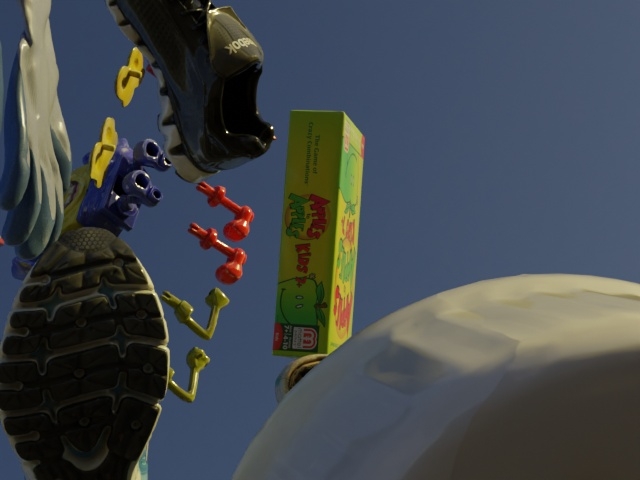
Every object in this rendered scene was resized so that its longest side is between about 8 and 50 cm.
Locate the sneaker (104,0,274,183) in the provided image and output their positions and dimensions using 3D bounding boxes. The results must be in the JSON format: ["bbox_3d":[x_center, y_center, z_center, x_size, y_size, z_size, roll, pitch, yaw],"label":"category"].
[{"bbox_3d":[-0.095,-0.158,1.070,0.078,0.106,0.234,-38,-64,-46],"label":"sneaker"}]

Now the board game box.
[{"bbox_3d":[0.000,0.000,1.045,0.092,0.043,0.181,34,-121,-77],"label":"board game box"}]

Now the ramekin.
[{"bbox_3d":[0.098,0.147,0.461,0.277,0.277,0.135,-38,2,-7],"label":"ramekin"}]

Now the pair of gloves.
[{"bbox_3d":[-0.162,-0.070,0.691,0.023,0.159,0.198,-4,-2,7],"label":"pair of gloves"}]

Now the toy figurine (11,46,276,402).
[{"bbox_3d":[-0.210,0.007,1.371,0.191,0.362,0.217,33,-39,-29],"label":"toy figurine"}]

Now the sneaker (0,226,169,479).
[{"bbox_3d":[-0.096,0.071,0.542,0.063,0.073,0.162,-2,-72,-15],"label":"sneaker"}]

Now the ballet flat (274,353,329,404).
[{"bbox_3d":[0.057,0.091,0.749,0.168,0.057,0.052,4,-15,4],"label":"ballet flat"}]
